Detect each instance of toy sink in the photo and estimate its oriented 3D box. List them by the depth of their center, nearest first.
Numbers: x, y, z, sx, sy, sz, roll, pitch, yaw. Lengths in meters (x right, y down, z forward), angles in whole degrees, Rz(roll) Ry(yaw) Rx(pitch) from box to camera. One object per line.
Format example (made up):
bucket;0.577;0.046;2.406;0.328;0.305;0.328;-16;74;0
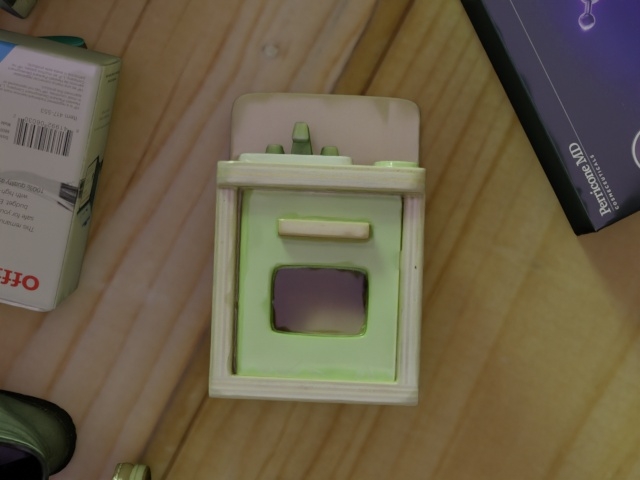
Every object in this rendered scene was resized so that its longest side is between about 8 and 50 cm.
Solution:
toy sink;0.000;0.000;1.020;0.153;0.131;0.234;3;88;1

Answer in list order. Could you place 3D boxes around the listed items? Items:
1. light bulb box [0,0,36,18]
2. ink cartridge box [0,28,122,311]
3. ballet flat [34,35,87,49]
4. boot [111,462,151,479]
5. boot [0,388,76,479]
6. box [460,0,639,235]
light bulb box;-0.284;-0.417;0.991;0.361;0.225;0.358;35;89;1
ink cartridge box;-0.240;-0.059;1.035;0.140;0.082;0.190;14;103;1
ballet flat;-0.240;-0.144;1.081;0.114;0.041;0.041;4;89;2
boot;-0.232;0.248;1.050;0.165;0.077;0.213;22;90;4
boot;-0.305;0.131;1.009;0.246;0.161;0.083;12;88;2
box;0.223;-0.159;1.035;0.184;0.103;0.261;-26;88;3
